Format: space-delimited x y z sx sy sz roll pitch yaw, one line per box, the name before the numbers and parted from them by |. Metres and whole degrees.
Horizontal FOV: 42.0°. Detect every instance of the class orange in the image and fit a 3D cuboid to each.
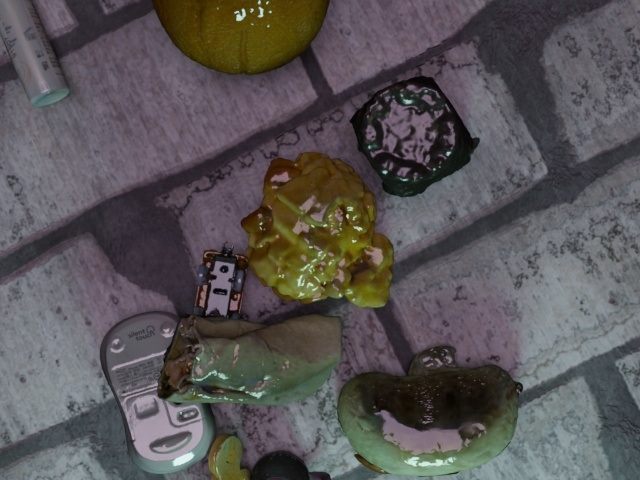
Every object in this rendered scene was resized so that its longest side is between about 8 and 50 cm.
orange | -0.141 -0.456 1.443 0.322 0.357 0.322 0 77 -2

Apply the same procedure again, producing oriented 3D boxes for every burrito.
burrito | -0.105 0.221 1.479 0.332 0.135 0.190 5 113 -28

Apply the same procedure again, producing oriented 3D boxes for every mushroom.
mushroom | 0.204 0.316 1.541 0.344 0.130 0.247 5 82 1

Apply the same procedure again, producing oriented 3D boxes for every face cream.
face cream | -0.566 -0.392 1.589 0.082 0.082 0.269 -24 89 1

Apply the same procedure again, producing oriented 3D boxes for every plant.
plant | 0.164 -0.187 1.482 0.199 0.276 0.188 -31 85 10

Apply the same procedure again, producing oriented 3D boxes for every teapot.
teapot | -0.063 0.466 1.543 0.148 0.146 0.116 22 90 1

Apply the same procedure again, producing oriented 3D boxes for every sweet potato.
sweet potato | 0.109 0.427 1.596 0.095 0.034 0.034 14 90 3

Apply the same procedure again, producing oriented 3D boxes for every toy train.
toy train | -0.190 0.111 1.558 0.089 0.127 0.219 8 86 -6

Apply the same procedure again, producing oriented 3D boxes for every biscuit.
biscuit | -0.180 0.473 1.551 0.030 0.153 0.234 5 99 27

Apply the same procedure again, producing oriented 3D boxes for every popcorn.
popcorn | 0.000 0.000 1.514 0.265 0.225 0.332 -42 101 -4

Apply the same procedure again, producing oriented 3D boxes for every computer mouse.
computer mouse | -0.297 0.283 1.565 0.184 0.121 0.296 -21 76 -7
